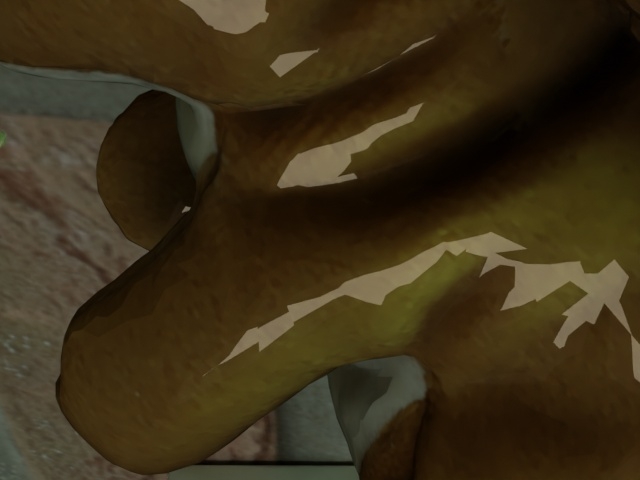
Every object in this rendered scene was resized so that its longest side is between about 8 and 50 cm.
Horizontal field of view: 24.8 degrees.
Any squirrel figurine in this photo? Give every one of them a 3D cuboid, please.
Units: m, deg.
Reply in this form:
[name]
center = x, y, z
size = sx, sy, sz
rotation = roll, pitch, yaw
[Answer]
[squirrel figurine]
center = 0.068, -0.071, 0.451
size = 0.397, 0.281, 0.370
rotation = -21, 116, 28

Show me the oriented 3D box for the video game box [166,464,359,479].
[video game box]
center = 0.008, 0.227, 1.080
size = 0.205, 0.048, 0.187
rotation = -2, 146, 18
